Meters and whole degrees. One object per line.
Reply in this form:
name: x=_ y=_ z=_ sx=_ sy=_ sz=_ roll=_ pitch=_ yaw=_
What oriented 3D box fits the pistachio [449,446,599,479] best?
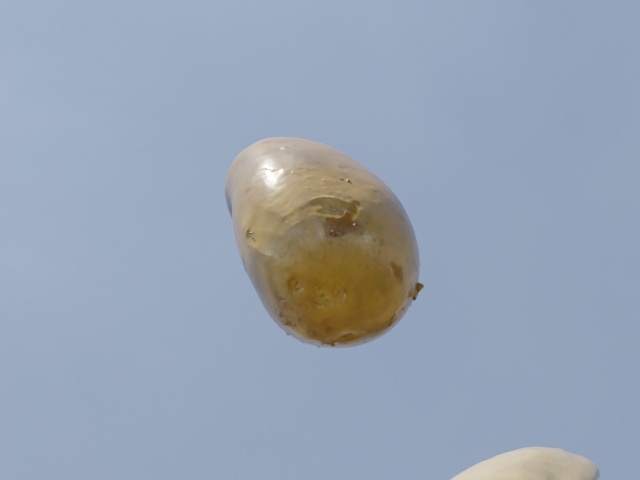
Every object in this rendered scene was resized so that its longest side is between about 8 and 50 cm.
pistachio: x=0.183 y=0.297 z=1.235 sx=0.187 sy=0.187 sz=0.299 roll=-35 pitch=-14 yaw=28

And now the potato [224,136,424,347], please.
potato: x=0.000 y=0.000 z=1.053 sx=0.146 sy=0.234 sz=0.150 roll=0 pitch=-66 yaw=-11
